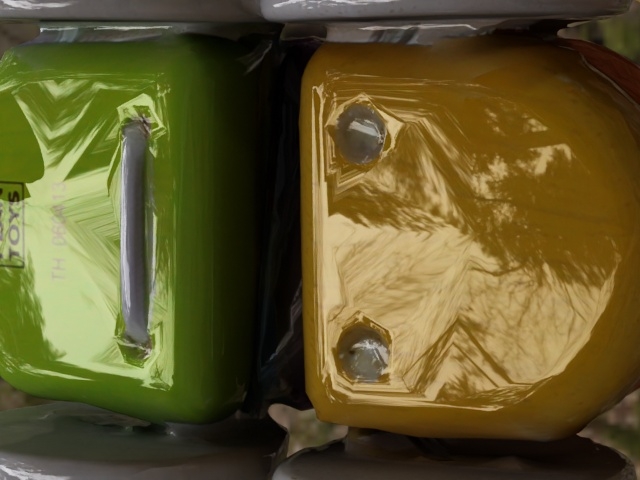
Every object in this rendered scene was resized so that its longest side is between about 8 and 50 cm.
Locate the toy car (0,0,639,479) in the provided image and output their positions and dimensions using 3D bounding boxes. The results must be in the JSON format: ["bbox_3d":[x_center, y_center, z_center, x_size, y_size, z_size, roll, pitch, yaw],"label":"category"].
[{"bbox_3d":[0.003,-0.004,0.429,0.136,0.182,0.159,-13,-76,-65],"label":"toy car"}]
